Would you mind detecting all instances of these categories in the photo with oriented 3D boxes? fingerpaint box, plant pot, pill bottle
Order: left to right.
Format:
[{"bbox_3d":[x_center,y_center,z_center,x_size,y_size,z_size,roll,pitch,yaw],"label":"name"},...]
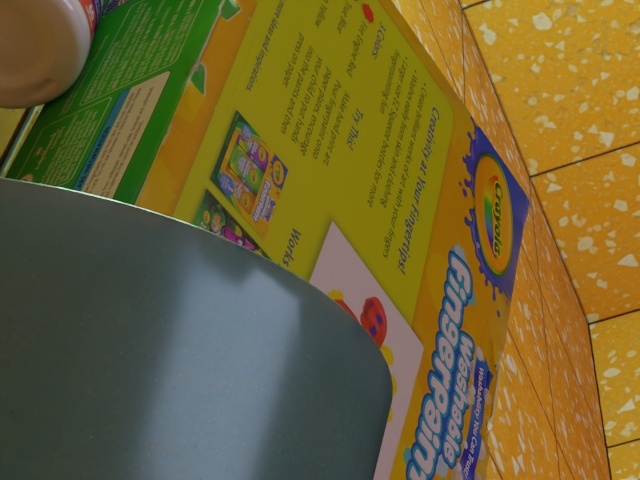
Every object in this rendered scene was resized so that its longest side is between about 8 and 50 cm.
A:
[{"bbox_3d":[-0.127,0.149,0.554,0.293,0.293,0.235,51,39,-52],"label":"plant pot"},{"bbox_3d":[-0.197,-0.185,0.966,0.193,0.108,0.108,-87,154,-51],"label":"pill bottle"},{"bbox_3d":[-0.030,0.018,0.988,0.371,0.163,0.445,50,37,-30],"label":"fingerpaint box"}]
